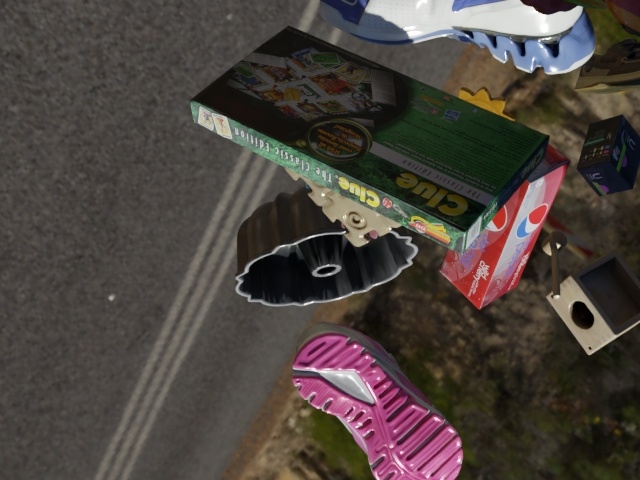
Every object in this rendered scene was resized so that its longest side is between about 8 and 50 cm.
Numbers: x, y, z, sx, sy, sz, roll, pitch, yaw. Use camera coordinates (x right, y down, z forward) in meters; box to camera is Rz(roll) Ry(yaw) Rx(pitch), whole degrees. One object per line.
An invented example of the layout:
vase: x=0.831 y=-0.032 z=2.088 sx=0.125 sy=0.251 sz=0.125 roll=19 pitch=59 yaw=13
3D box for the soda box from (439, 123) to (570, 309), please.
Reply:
soda box: x=0.251 y=-0.027 z=1.302 sx=0.083 sy=0.092 sz=0.263 roll=-27 pitch=148 yaw=-29

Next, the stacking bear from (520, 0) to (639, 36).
stacking bear: x=0.197 y=-0.214 z=0.602 sx=0.164 sy=0.175 sz=0.289 roll=-52 pitch=-156 yaw=17

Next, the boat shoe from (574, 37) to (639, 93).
boat shoe: x=0.451 y=-0.261 z=1.379 sx=0.080 sy=0.074 sz=0.223 roll=-2 pitch=-177 yaw=-18

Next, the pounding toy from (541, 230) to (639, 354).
pounding toy: x=0.444 y=0.086 z=1.622 sx=0.181 sy=0.206 sz=0.094 roll=-24 pitch=162 yaw=-32

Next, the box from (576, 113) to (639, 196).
box: x=0.382 y=-0.111 z=1.231 sx=0.052 sy=0.062 sz=0.083 roll=-14 pitch=-137 yaw=47

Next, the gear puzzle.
gear puzzle: x=0.105 y=-0.114 z=1.188 sx=0.339 sy=0.175 sz=0.044 roll=-28 pitch=-160 yaw=47

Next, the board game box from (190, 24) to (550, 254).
board game box: x=0.037 y=-0.091 z=0.755 sx=0.136 sy=0.259 sz=0.030 roll=-43 pitch=150 yaw=-36

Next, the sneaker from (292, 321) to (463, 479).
sneaker: x=0.064 y=0.173 z=1.021 sx=0.103 sy=0.252 sz=0.111 roll=-36 pitch=-160 yaw=6

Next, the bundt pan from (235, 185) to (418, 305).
bundt pan: x=0.000 y=0.000 z=1.661 sx=0.330 sy=0.124 sz=0.331 roll=-10 pitch=156 yaw=-5

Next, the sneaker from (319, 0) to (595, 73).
sneaker: x=0.158 y=-0.310 z=1.039 sx=0.182 sy=0.315 sz=0.127 roll=82 pitch=28 yaw=-50
